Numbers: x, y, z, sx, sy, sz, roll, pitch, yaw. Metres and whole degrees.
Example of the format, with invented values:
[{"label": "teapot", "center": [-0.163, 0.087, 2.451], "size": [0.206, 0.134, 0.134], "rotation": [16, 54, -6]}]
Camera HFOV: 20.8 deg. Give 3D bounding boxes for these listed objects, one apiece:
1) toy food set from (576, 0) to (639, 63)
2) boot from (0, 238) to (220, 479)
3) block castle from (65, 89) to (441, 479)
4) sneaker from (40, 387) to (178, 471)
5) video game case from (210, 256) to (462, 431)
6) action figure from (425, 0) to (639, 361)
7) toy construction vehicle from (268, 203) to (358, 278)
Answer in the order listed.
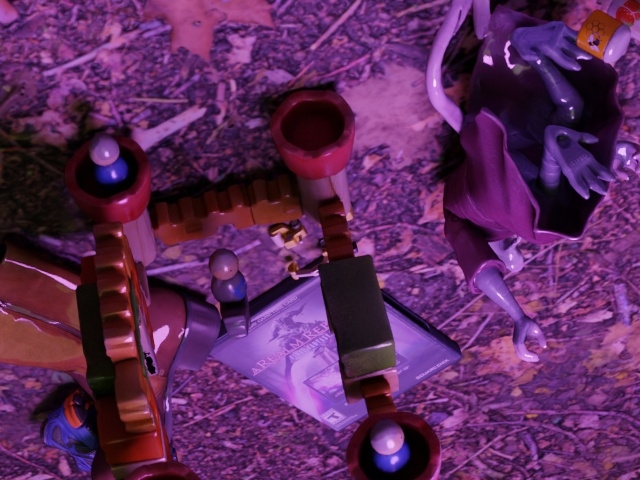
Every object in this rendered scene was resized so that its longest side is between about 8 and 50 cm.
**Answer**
[{"label": "toy food set", "center": [0.341, -0.254, 1.600], "size": [0.232, 0.104, 0.111], "rotation": [-61, 159, 10]}, {"label": "boot", "center": [-0.280, 0.148, 1.909], "size": [0.280, 0.096, 0.264], "rotation": [16, 116, -33]}, {"label": "block castle", "center": [-0.074, 0.082, 1.662], "size": [0.303, 0.453, 0.213], "rotation": [-12, 148, -2]}, {"label": "sneaker", "center": [-0.251, 0.250, 2.105], "size": [0.087, 0.083, 0.221], "rotation": [-24, 134, 27]}, {"label": "video game case", "center": [0.016, 0.128, 2.073], "size": [0.196, 0.026, 0.274], "rotation": [-33, 138, 21]}, {"label": "action figure", "center": [0.179, -0.056, 1.777], "size": [0.276, 0.248, 0.370], "rotation": [30, 159, -1]}, {"label": "toy construction vehicle", "center": [0.000, 0.000, 1.907], "size": [0.098, 0.035, 0.086], "rotation": [-21, 140, 7]}]
